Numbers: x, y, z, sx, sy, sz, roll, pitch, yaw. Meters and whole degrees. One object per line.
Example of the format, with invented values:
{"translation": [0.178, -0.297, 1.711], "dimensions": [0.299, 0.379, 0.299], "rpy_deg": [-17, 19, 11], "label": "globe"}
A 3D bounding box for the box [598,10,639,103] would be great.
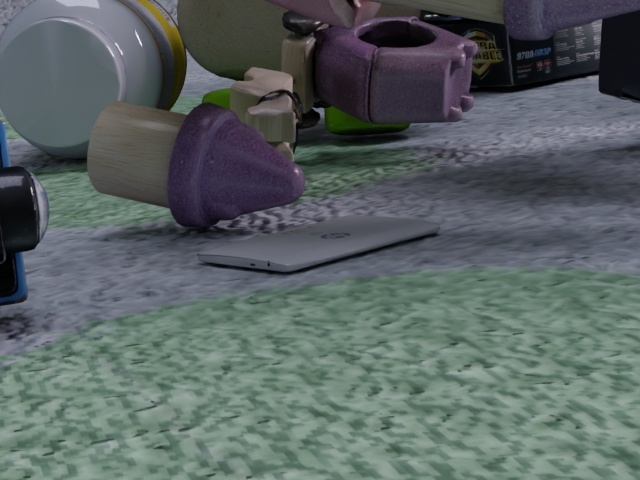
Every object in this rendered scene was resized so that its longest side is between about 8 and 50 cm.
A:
{"translation": [0.246, -0.109, 0.792], "dimensions": [0.158, 0.093, 0.156], "rpy_deg": [-13, 23, -33], "label": "box"}

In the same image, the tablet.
{"translation": [0.000, 0.000, 0.629], "dimensions": [0.083, 0.006, 0.054], "rpy_deg": [-15, 14, -41], "label": "tablet"}

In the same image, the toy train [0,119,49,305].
{"translation": [-0.183, 0.001, 0.529], "dimensions": [0.184, 0.080, 0.105], "rpy_deg": [-9, 5, -19], "label": "toy train"}

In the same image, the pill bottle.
{"translation": [-0.145, -0.106, 1.019], "dimensions": [0.103, 0.103, 0.184], "rpy_deg": [-5, 10, 5], "label": "pill bottle"}

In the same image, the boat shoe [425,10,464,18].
{"translation": [0.073, -0.183, 1.225], "dimensions": [0.065, 0.075, 0.206], "rpy_deg": [-50, 18, 4], "label": "boat shoe"}

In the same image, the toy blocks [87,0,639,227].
{"translation": [0.068, -0.140, 0.708], "dimensions": [0.260, 0.309, 0.288], "rpy_deg": [12, 30, 19], "label": "toy blocks"}

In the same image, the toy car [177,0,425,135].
{"translation": [0.001, -0.137, 1.036], "dimensions": [0.149, 0.155, 0.188], "rpy_deg": [-3, -2, 12], "label": "toy car"}

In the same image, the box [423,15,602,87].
{"translation": [0.148, -0.156, 1.287], "dimensions": [0.220, 0.051, 0.175], "rpy_deg": [-15, 13, -43], "label": "box"}

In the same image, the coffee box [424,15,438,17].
{"translation": [0.023, -0.194, 1.401], "dimensions": [0.184, 0.113, 0.040], "rpy_deg": [-13, 10, -30], "label": "coffee box"}
